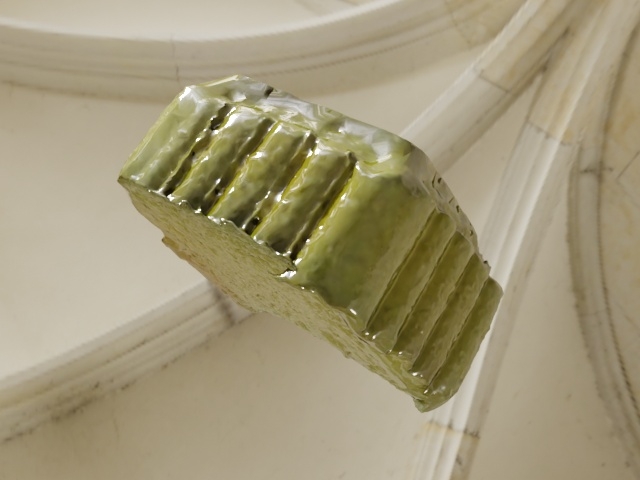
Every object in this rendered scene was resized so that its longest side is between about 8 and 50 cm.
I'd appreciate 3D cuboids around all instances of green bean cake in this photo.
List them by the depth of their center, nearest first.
[{"bbox_3d":[0.000,0.000,0.716,0.236,0.233,0.124,26,-105,34],"label":"green bean cake"}]
